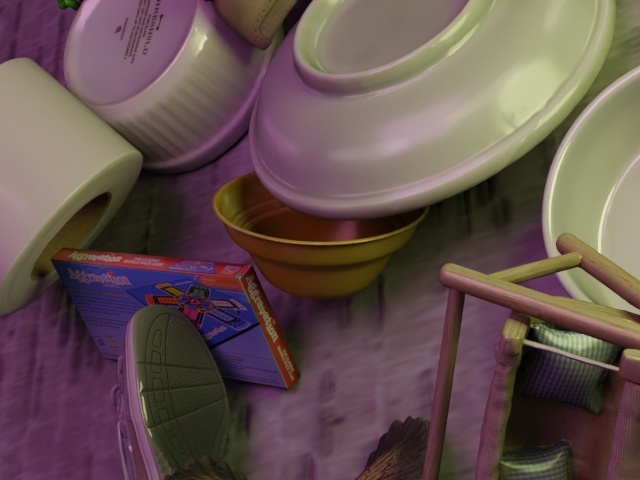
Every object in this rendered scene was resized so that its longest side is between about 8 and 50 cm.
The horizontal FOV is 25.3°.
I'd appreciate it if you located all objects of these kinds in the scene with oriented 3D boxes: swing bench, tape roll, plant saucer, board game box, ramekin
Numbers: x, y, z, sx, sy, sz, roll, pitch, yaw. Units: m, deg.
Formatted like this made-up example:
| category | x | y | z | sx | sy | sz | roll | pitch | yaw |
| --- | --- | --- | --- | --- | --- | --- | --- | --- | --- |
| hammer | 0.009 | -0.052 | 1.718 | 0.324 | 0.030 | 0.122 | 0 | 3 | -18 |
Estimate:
| category | x | y | z | sx | sy | sz | roll | pitch | yaw |
| --- | --- | --- | --- | --- | --- | --- | --- | --- | --- |
| swing bench | 0.217 | 0.162 | 1.089 | 0.254 | 0.165 | 0.253 | 28 | 121 | 43 |
| tape roll | -0.339 | -0.058 | 1.589 | 0.169 | 0.246 | 0.246 | 40 | 96 | 5 |
| plant saucer | 0.087 | -0.198 | 1.403 | 0.400 | 0.100 | 0.400 | -20 | 40 | 18 |
| board game box | -0.158 | 0.079 | 1.513 | 0.281 | 0.145 | 0.027 | 5 | 40 | 39 |
| ramekin | -0.186 | -0.224 | 1.688 | 0.272 | 0.127 | 0.273 | -17 | 59 | 31 |

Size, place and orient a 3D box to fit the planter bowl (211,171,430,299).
| category | x | y | z | sx | sy | sz | roll | pitch | yaw |
| --- | --- | --- | --- | --- | --- | --- | --- | --- | --- |
| planter bowl | 0.000 | 0.000 | 1.429 | 0.217 | 0.217 | 0.090 | 23 | 122 | 42 |

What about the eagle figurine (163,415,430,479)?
| category | x | y | z | sx | sy | sz | roll | pitch | yaw |
| --- | --- | --- | --- | --- | --- | --- | --- | --- | --- |
| eagle figurine | -0.010 | 0.297 | 1.261 | 0.225 | 0.226 | 0.298 | -35 | 54 | 46 |

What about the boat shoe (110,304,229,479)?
| category | x | y | z | sx | sy | sz | roll | pitch | yaw |
| --- | --- | --- | --- | --- | --- | --- | --- | --- | --- |
| boat shoe | -0.155 | 0.225 | 1.431 | 0.103 | 0.118 | 0.321 | -23 | 76 | 39 |

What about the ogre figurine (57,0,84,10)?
| category | x | y | z | sx | sy | sz | roll | pitch | yaw |
| --- | --- | --- | --- | --- | --- | --- | --- | --- | --- |
| ogre figurine | -0.268 | -0.358 | 1.817 | 0.097 | 0.118 | 0.197 | -35 | 44 | 27 |

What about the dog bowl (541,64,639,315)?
| category | x | y | z | sx | sy | sz | roll | pitch | yaw |
| --- | --- | --- | --- | --- | --- | --- | --- | --- | --- |
| dog bowl | 0.328 | -0.026 | 1.210 | 0.264 | 0.104 | 0.265 | -17 | 58 | 31 |

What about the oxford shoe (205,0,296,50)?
| category | x | y | z | sx | sy | sz | roll | pitch | yaw |
| --- | --- | --- | --- | --- | --- | --- | --- | --- | --- |
| oxford shoe | 0.014 | -0.352 | 1.606 | 0.348 | 0.130 | 0.123 | -42 | 8 | -11 |
